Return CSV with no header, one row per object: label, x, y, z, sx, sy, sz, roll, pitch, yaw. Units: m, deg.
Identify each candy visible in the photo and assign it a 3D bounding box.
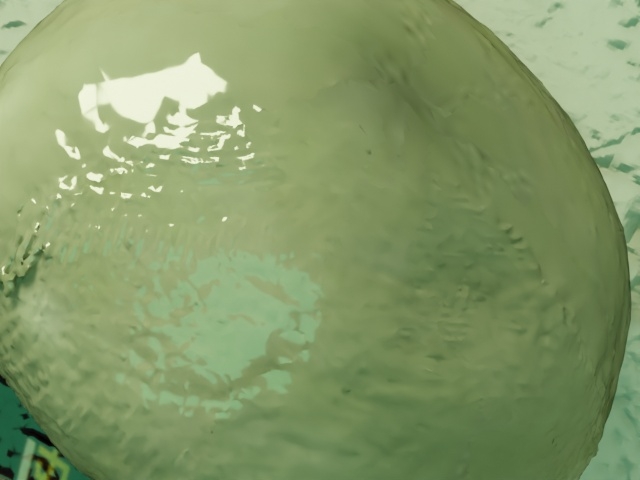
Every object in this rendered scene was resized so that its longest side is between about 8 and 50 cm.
candy,0.000,0.000,0.782,0.295,0.295,0.185,34,136,-6

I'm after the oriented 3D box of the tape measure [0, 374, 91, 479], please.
tape measure,-0.174,0.113,0.883,0.260,0.114,0.253,15,99,-6
